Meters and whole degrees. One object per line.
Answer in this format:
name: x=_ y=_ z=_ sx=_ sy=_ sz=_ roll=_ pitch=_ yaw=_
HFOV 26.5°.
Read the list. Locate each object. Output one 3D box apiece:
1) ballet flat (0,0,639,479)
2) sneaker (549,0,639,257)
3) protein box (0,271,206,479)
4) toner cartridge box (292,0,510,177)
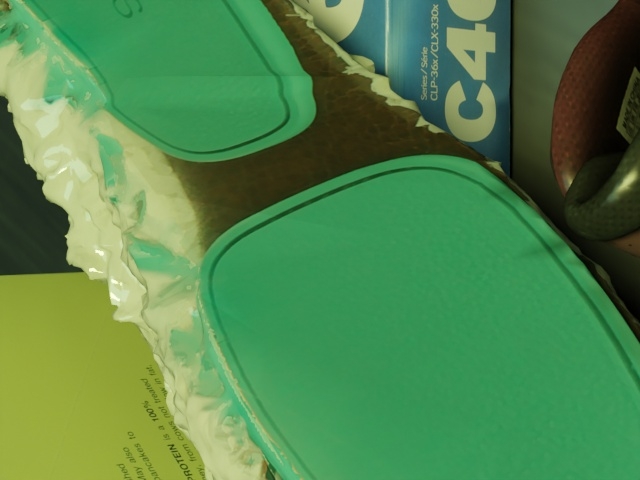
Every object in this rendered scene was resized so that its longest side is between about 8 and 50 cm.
ballet flat: x=-0.010 y=0.009 z=0.483 sx=0.409 sy=0.147 sz=0.147 roll=54 pitch=129 yaw=36
sneaker: x=0.134 y=0.026 z=0.375 sx=0.106 sy=0.162 sz=0.281 roll=-30 pitch=68 yaw=46
protein box: x=-0.099 y=0.126 z=0.505 sx=0.200 sy=0.201 sz=0.136 roll=52 pitch=128 yaw=35
toner cartridge box: x=0.000 y=0.000 z=0.600 sx=0.165 sy=0.075 sz=0.348 roll=1 pitch=92 yaw=50
